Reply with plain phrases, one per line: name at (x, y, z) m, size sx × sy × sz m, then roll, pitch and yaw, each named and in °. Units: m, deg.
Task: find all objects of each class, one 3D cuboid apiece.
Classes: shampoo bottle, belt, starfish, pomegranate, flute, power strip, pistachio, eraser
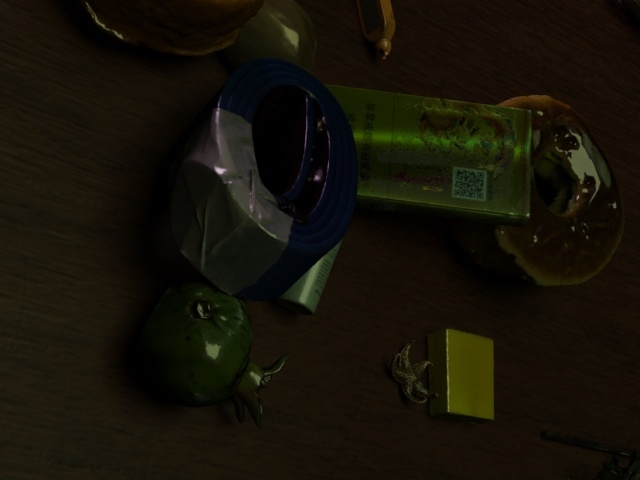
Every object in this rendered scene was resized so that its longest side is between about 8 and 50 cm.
shampoo bottle at (0.000, 0.000, 1.476) m, size 0.056 × 0.056 × 0.195 m, roll 31°, pitch 70°, yaw -28°
belt at (-0.065, -0.086, 1.370) m, size 0.212 × 0.117 × 0.347 m, roll 35°, pitch 36°, yaw -19°
starfish at (0.127, 0.183, 1.562) m, size 0.078 × 0.028 × 0.091 m, roll 10°, pitch 65°, yaw -40°
pomegranate at (-0.121, 0.137, 1.307) m, size 0.191 × 0.131 × 0.152 m, roll 48°, pitch 47°, yaw -25°
flute at (0.446, 0.328, 1.784) m, size 0.269 × 0.014 × 0.014 m, roll 18°, pitch 64°, yaw -35°
power strip at (0.081, -0.359, 1.704) m, size 0.028 × 0.049 × 0.178 m, roll 0°, pitch 74°, yaw -44°
pistachio at (-0.078, -0.280, 1.513) m, size 0.126 × 0.108 × 0.185 m, roll -37°, pitch 95°, yaw 2°
eraser at (0.202, 0.196, 1.607) m, size 0.097 × 0.045 × 0.122 m, roll 17°, pitch 65°, yaw -35°

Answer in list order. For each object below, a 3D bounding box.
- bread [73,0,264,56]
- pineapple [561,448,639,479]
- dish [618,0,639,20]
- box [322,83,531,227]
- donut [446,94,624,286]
bread at (-0.221, -0.362, 1.356) m, size 0.340 × 0.194 × 0.179 m, roll 57°, pitch 47°, yaw -14°
pineapple at (0.428, 0.399, 1.679) m, size 0.277 × 0.119 × 0.130 m, roll -7°, pitch 60°, yaw -43°
dish at (0.625, -0.492, 2.194) m, size 0.190 × 0.066 × 0.191 m, roll 13°, pitch 68°, yaw -34°
box at (0.138, -0.119, 1.567) m, size 0.311 × 0.043 × 0.173 m, roll 6°, pitch 67°, yaw -3°
donut at (0.317, -0.075, 1.736) m, size 0.330 × 0.160 × 0.330 m, roll 8°, pitch 77°, yaw -38°
